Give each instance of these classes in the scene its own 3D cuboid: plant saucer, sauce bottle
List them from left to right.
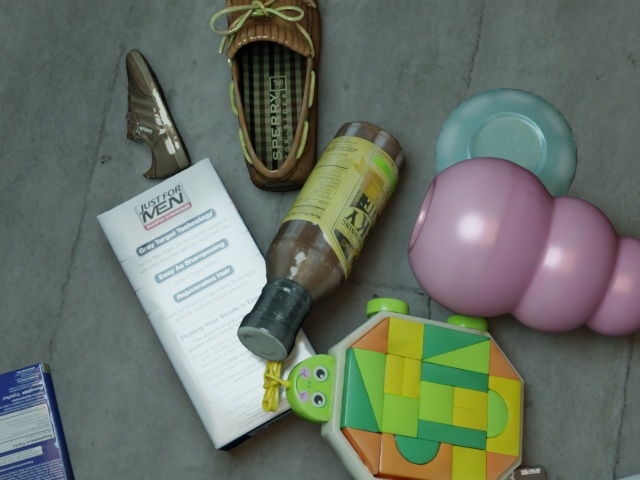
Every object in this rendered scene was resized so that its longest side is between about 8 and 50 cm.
[{"bbox_3d":[0.000,0.000,1.457,0.111,0.111,0.344,24,60,8],"label":"sauce bottle"},{"bbox_3d":[0.255,-0.120,1.556,0.195,0.037,0.195,-1,79,4],"label":"plant saucer"}]

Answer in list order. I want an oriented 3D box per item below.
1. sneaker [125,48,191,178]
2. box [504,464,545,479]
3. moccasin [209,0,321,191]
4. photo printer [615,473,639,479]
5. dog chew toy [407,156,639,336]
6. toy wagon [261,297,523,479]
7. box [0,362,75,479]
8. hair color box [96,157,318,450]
[{"bbox_3d":[-0.247,-0.176,1.591,0.071,0.066,0.188,-24,78,1],"label":"sneaker"},{"bbox_3d":[0.253,0.330,1.482,0.083,0.018,0.067,-6,80,4],"label":"box"},{"bbox_3d":[-0.073,-0.259,1.551,0.139,0.147,0.380,1,80,5],"label":"moccasin"},{"bbox_3d":[0.346,0.364,1.321,0.256,0.307,0.107,-20,90,-6],"label":"photo printer"},{"bbox_3d":[0.284,0.023,1.451,0.331,0.206,0.207,20,82,-1],"label":"dog chew toy"},{"bbox_3d":[0.096,0.207,1.425,0.344,0.068,0.267,13,68,-21],"label":"toy wagon"},{"bbox_3d":[-0.410,0.292,1.533,0.136,0.036,0.225,-16,78,2],"label":"box"},{"bbox_3d":[-0.138,0.086,1.513,0.174,0.105,0.347,-28,79,-4],"label":"hair color box"}]
